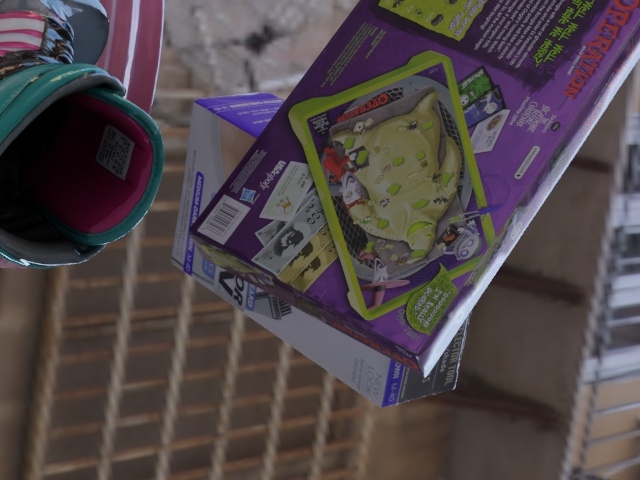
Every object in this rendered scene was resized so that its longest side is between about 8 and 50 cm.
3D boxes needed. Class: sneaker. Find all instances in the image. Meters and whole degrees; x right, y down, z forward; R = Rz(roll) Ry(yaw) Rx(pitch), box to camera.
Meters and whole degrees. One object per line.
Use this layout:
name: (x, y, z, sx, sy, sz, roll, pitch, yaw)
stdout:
sneaker: (-0.161, -0.076, 1.076, 0.178, 0.295, 0.124, 19, -59, 19)

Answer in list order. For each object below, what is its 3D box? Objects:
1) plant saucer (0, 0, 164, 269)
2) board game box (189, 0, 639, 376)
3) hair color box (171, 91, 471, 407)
plant saucer: (-0.198, -0.139, 1.428, 0.332, 0.084, 0.332, -172, -90, -68)
board game box: (0.083, -0.087, 1.377, 0.208, 0.056, 0.347, 26, -110, 28)
hair color box: (0.000, 0.000, 1.771, 0.339, 0.110, 0.185, 30, -60, 41)
